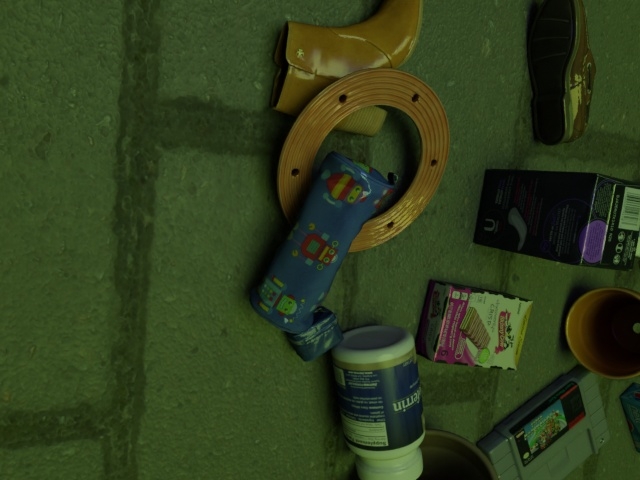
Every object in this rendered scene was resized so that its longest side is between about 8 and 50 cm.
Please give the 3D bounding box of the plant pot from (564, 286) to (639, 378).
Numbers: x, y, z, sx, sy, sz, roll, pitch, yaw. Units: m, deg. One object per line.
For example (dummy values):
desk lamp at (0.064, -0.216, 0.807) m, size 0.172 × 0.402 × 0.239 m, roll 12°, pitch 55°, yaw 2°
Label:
plant pot at (0.714, 0.210, 1.320) m, size 0.188 × 0.205 × 0.205 m, roll 4°, pitch 97°, yaw -43°

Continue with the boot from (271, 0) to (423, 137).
boot at (0.041, -0.329, 0.933) m, size 0.211 × 0.104 × 0.295 m, roll 14°, pitch 96°, yaw -28°

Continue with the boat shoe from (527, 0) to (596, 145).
boat shoe at (0.505, -0.356, 1.168) m, size 0.104 × 0.111 × 0.307 m, roll -16°, pitch 115°, yaw -27°

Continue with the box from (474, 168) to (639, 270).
box at (0.452, -0.046, 1.090) m, size 0.143 × 0.270 × 0.165 m, roll 6°, pitch 96°, yaw -27°

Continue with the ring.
ring at (0.078, -0.131, 0.977) m, size 0.337 × 0.032 × 0.336 m, roll -15°, pitch 126°, yaw -21°

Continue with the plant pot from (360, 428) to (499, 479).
plant pot at (0.225, 0.546, 1.109) m, size 0.263 × 0.263 × 0.229 m, roll -31°, pitch 128°, yaw -19°

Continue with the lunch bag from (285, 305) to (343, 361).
lunch bag at (-0.010, 0.160, 1.008) m, size 0.098 × 0.067 × 0.065 m, roll -31°, pitch 111°, yaw -19°

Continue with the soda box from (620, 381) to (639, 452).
soda box at (0.872, 0.487, 1.501) m, size 0.067 × 0.071 × 0.210 m, roll -33°, pitch 111°, yaw -18°

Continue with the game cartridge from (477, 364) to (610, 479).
game cartridge at (0.543, 0.478, 1.345) m, size 0.355 × 0.068 × 0.230 m, roll -29°, pitch 114°, yaw -20°

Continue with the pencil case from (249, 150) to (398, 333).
pencil case at (0.000, 0.000, 0.919) m, size 0.119 × 0.133 × 0.306 m, roll 30°, pitch 104°, yaw -2°

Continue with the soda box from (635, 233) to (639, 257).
soda box at (0.676, -0.016, 1.244) m, size 0.286 × 0.091 × 0.098 m, roll 13°, pitch 93°, yaw 0°

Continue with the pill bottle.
pill bottle at (0.111, 0.302, 1.036) m, size 0.153 × 0.153 × 0.264 m, roll -13°, pitch 101°, yaw -24°

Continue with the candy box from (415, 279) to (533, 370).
candy box at (0.321, 0.179, 1.175) m, size 0.233 × 0.071 × 0.159 m, roll 11°, pitch 93°, yaw -28°
